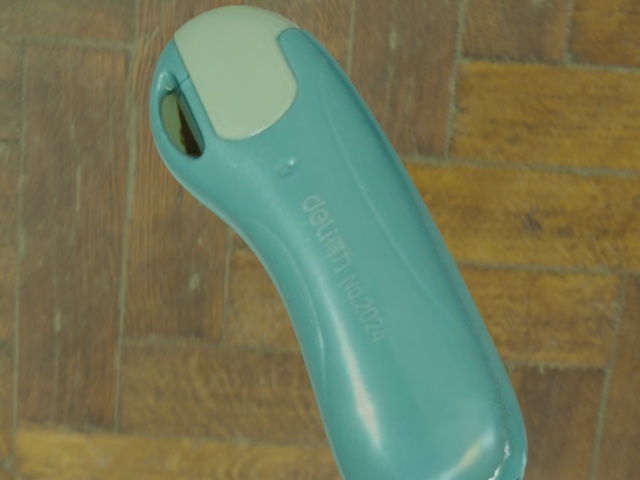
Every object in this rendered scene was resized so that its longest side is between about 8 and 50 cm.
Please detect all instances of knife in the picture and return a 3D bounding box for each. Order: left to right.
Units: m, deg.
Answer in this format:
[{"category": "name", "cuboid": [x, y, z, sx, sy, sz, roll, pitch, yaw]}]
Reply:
[{"category": "knife", "cuboid": [0.000, 0.000, 0.460, 0.064, 0.222, 0.031, -32, 136, 4]}]
